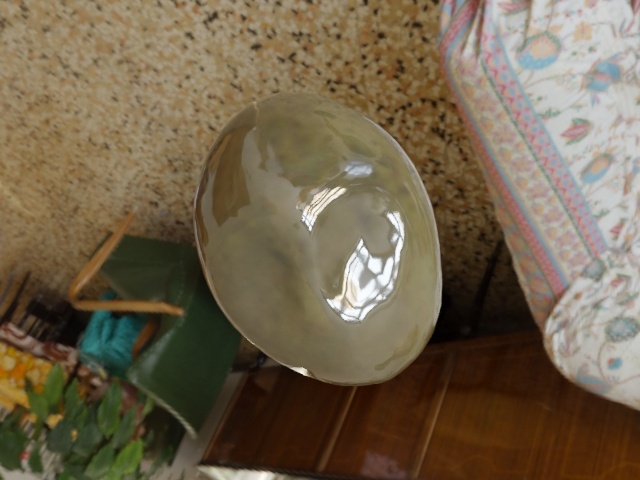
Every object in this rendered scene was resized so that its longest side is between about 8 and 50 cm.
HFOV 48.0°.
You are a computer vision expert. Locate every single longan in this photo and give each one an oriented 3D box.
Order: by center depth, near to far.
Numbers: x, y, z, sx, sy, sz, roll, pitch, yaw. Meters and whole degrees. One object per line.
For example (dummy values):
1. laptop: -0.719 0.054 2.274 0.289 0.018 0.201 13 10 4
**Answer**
1. longan: 0.000 0.000 0.829 0.288 0.288 0.350 -25 94 56
